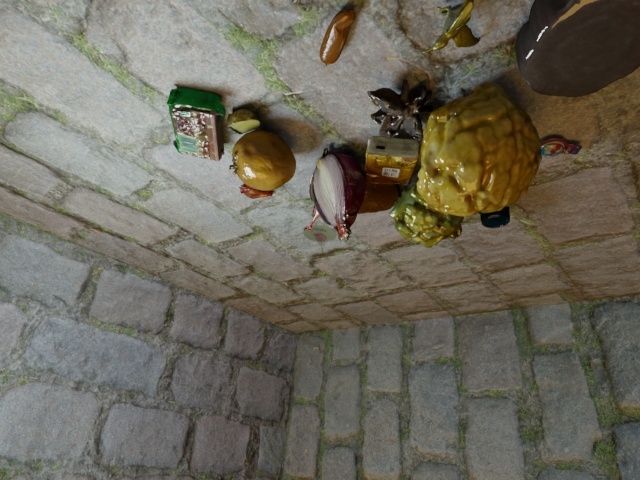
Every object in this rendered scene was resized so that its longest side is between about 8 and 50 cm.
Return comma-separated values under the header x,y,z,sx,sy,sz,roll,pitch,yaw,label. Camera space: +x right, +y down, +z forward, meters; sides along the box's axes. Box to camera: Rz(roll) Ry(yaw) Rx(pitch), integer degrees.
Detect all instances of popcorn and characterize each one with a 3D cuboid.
x,y,z,sx,sy,sz,roll,pitch,yaw,label
0.469,-0.254,1.242,0.353,0.390,0.344,15,140,8,popcorn
0.423,-0.117,1.640,0.274,0.335,0.279,20,120,21,popcorn

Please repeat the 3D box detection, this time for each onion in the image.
x,y,z,sx,sy,sz,roll,pitch,yaw,label
0.095,-0.160,1.591,0.158,0.349,0.267,-9,164,-27,onion

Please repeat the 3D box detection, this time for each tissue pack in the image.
x,y,z,sx,sy,sz,roll,pitch,yaw,label
0.254,-0.283,1.517,0.183,0.092,0.226,8,161,6,tissue pack

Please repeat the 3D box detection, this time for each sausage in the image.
x,y,z,sx,sy,sz,roll,pitch,yaw,label
0.041,-0.544,1.124,0.062,0.054,0.183,-18,161,-25,sausage

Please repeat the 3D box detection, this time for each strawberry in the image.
x,y,z,sx,sy,sz,roll,pitch,yaw,label
-0.286,-0.212,1.852,0.151,0.048,0.104,12,156,-3,strawberry

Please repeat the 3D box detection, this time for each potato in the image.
x,y,z,sx,sy,sz,roll,pitch,yaw,label
-0.255,-0.415,1.432,0.103,0.067,0.096,-12,173,15,potato

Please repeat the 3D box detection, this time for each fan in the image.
x,y,z,sx,sy,sz,roll,pitch,yaw,label
0.000,0.001,2.243,0.182,0.010,0.310,3,152,7,fan

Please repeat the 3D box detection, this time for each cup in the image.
x,y,z,sx,sy,sz,roll,pitch,yaw,label
0.680,-0.133,1.690,0.149,0.138,0.113,1,152,10,cup

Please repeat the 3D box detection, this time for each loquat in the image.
x,y,z,sx,sy,sz,roll,pitch,yaw,label
-0.200,-0.287,1.497,0.238,0.239,0.193,15,145,-17,loquat

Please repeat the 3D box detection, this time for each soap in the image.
x,y,z,sx,sy,sz,roll,pitch,yaw,label
-0.432,-0.395,1.470,0.217,0.098,0.273,9,153,-5,soap

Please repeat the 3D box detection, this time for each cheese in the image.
x,y,z,sx,sy,sz,roll,pitch,yaw,label
0.802,-0.312,1.424,0.144,0.038,0.095,5,154,5,cheese

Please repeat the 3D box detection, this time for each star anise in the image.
x,y,z,sx,sy,sz,roll,pitch,yaw,label
0.258,-0.392,1.313,0.198,0.111,0.258,-10,153,9,star anise

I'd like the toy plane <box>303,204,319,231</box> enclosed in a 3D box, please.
x,y,z,sx,sy,sz,roll,pitch,yaw,label
-0.013,-0.120,1.857,0.077,0.194,0.126,29,177,2,toy plane

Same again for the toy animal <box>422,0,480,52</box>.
x,y,z,sx,sy,sz,roll,pitch,yaw,label
0.321,-0.533,1.046,0.155,0.095,0.219,-13,178,33,toy animal

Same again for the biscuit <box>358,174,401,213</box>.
x,y,z,sx,sy,sz,roll,pitch,yaw,label
0.207,-0.195,1.772,0.272,0.049,0.257,-9,152,31,biscuit

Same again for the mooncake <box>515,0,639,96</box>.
x,y,z,sx,sy,sz,roll,pitch,yaw,label
0.622,-0.492,0.988,0.305,0.155,0.306,4,152,2,mooncake
